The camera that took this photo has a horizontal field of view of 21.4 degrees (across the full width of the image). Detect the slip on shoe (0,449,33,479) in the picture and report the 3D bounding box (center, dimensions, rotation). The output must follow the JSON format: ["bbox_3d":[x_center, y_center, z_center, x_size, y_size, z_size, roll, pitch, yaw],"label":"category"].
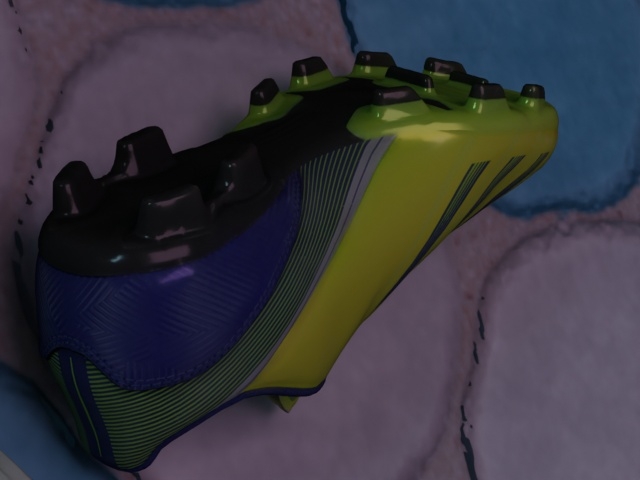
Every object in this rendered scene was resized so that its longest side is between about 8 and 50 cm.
[{"bbox_3d":[-0.050,0.217,0.530,0.101,0.123,0.331,-38,101,-19],"label":"slip on shoe"}]

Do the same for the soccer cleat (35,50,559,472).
[{"bbox_3d":[-0.001,0.000,0.679,0.289,0.093,0.121,-25,121,-48],"label":"soccer cleat"}]
